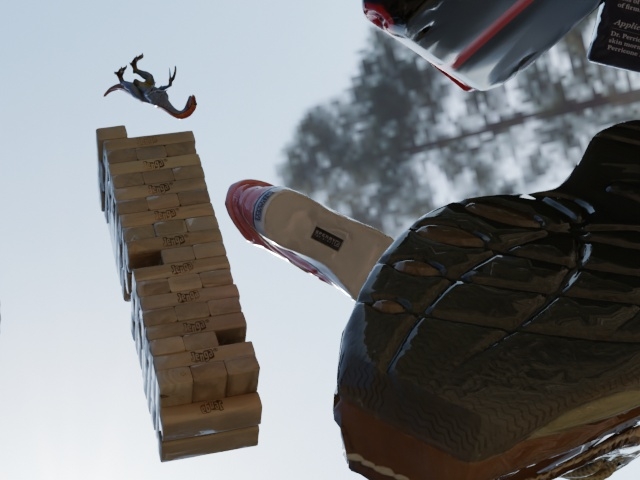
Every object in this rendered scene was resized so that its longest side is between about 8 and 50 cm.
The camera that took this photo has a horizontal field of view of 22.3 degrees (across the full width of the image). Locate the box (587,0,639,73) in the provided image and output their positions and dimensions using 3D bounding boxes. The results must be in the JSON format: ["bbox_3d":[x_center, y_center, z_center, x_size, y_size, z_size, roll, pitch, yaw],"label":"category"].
[{"bbox_3d":[0.444,-0.292,1.444,0.312,0.343,0.179,97,-169,-45],"label":"box"}]

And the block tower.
[{"bbox_3d":[-0.133,0.036,1.479,0.091,0.097,0.335,99,157,-47],"label":"block tower"}]

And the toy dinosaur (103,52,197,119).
[{"bbox_3d":[-0.159,-0.144,1.581,0.047,0.090,0.082,-38,-95,-34],"label":"toy dinosaur"}]

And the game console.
[{"bbox_3d":[0.203,-0.248,1.029,0.060,0.386,0.342,50,-170,12],"label":"game console"}]

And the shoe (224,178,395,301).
[{"bbox_3d":[0.000,0.000,1.395,0.178,0.081,0.063,31,-94,-32],"label":"shoe"}]

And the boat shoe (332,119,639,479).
[{"bbox_3d":[0.115,0.044,0.666,0.324,0.122,0.120,-24,-48,-53],"label":"boat shoe"}]
